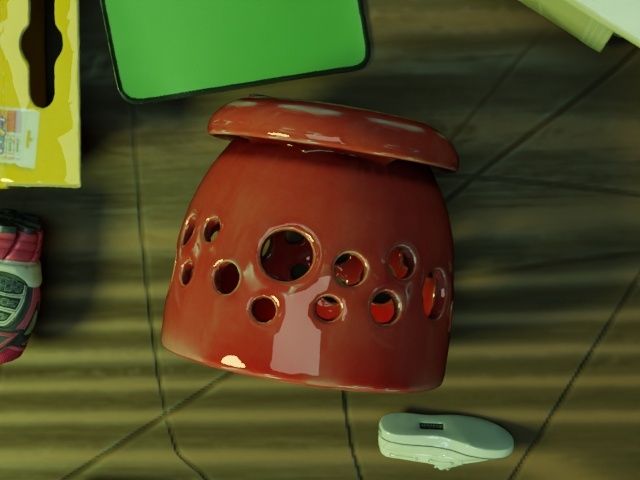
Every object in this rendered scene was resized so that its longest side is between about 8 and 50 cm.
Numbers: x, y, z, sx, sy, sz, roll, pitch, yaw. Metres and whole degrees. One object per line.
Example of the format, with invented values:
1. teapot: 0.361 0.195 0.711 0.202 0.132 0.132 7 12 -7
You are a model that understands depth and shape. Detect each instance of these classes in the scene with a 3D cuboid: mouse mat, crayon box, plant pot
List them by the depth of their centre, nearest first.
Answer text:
1. plant pot: 0.000 0.000 0.696 0.191 0.191 0.174 9 93 5
2. mouse mat: -0.063 -0.183 0.740 0.189 0.007 0.152 -11 95 -16
3. crayon box: -0.319 -0.140 0.771 0.323 0.083 0.203 1 95 7

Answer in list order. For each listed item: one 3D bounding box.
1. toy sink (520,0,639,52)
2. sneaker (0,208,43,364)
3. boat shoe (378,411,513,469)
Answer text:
1. toy sink: 0.187 -0.220 0.685 0.234 0.131 0.153 34 98 7
2. sneaker: -0.357 0.030 0.773 0.299 0.121 0.112 4 98 5
3. boat shoe: 0.092 0.153 0.781 0.100 0.035 0.035 4 123 2
